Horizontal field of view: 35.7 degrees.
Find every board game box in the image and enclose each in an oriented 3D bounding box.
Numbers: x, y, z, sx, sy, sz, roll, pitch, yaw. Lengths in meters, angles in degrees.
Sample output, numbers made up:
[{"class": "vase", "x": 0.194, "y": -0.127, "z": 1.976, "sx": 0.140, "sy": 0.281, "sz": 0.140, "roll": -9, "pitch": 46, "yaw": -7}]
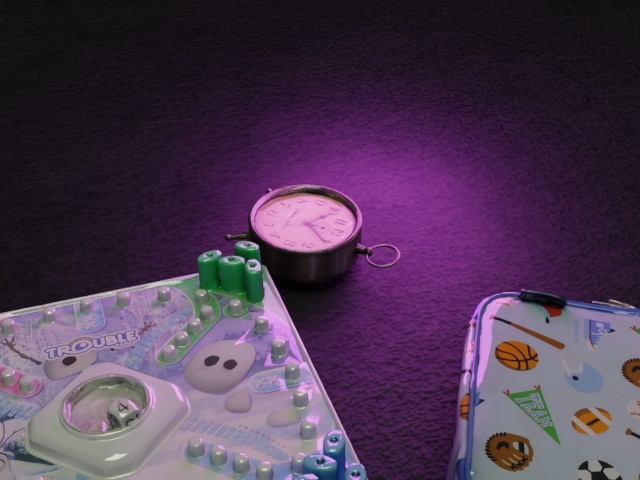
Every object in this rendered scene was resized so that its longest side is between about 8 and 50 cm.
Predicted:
[{"class": "board game box", "x": -0.191, "y": 0.147, "z": 0.888, "sx": 0.389, "sy": 0.050, "sz": 0.390, "roll": -12, "pitch": 34, "yaw": -13}]

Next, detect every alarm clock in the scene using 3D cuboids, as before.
[{"class": "alarm clock", "x": 0.000, "y": 0.000, "z": 1.133, "sx": 0.192, "sy": 0.064, "sz": 0.129, "roll": 15, "pitch": 40, "yaw": 21}]

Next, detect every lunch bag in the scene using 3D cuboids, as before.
[{"class": "lunch bag", "x": 0.239, "y": 0.170, "z": 0.881, "sx": 0.243, "sy": 0.115, "sz": 0.303, "roll": 9, "pitch": 40, "yaw": 8}]
